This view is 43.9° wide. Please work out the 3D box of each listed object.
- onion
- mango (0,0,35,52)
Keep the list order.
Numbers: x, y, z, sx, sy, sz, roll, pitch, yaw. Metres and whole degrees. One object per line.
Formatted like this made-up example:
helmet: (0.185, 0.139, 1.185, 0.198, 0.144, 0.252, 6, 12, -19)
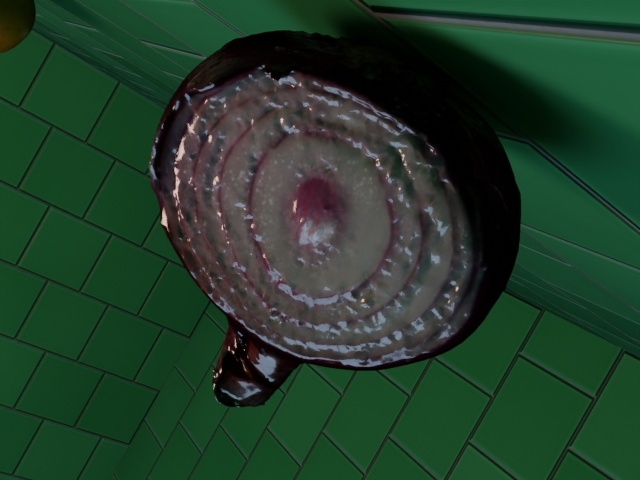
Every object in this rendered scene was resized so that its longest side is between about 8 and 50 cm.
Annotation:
onion: (0.000, 0.000, 0.436, 0.195, 0.218, 0.140, 23, -153, 6)
mango: (-0.461, -0.322, 1.061, 0.154, 0.126, 0.252, 42, 169, -24)
